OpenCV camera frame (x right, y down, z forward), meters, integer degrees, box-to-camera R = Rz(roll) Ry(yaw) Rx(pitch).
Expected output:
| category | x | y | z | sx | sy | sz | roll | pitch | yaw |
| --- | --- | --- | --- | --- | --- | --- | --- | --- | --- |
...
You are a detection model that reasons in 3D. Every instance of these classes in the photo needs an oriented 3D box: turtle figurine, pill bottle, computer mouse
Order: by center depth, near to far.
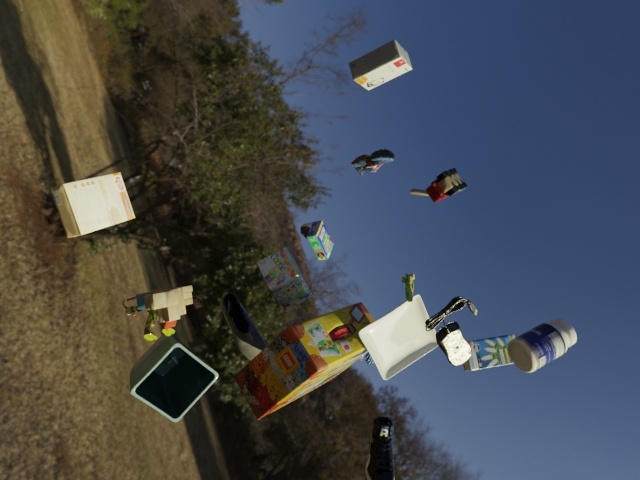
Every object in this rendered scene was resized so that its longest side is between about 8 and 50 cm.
| category | x | y | z | sx | sy | sz | roll | pitch | yaw |
| --- | --- | --- | --- | --- | --- | --- | --- | --- | --- |
| computer mouse | 0.465 | 0.301 | 1.676 | 0.262 | 0.184 | 0.060 | 52 | -2 | -28 |
| turtle figurine | -0.617 | 0.264 | 1.884 | 0.087 | 0.269 | 0.217 | 103 | -28 | -47 |
| pill bottle | 0.956 | 0.445 | 2.107 | 0.153 | 0.264 | 0.153 | 55 | -22 | 36 |

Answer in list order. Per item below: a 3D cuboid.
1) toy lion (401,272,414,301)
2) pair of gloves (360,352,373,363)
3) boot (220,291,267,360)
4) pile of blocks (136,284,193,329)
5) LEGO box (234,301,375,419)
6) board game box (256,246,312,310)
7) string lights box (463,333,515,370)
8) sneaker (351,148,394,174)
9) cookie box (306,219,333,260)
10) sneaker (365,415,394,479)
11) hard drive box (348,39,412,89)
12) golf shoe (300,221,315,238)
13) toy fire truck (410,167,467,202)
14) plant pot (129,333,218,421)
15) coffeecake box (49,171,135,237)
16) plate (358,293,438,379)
| category | x | y | z | sx | sy | sz | roll | pitch | yaw |
| --- | --- | --- | --- | --- | --- | --- | --- | --- | --- |
| toy lion | 0.324 | 0.173 | 1.784 | 0.100 | 0.034 | 0.096 | -19 | 101 | -68 |
| pair of gloves | 0.236 | 0.531 | 2.455 | 0.023 | 0.159 | 0.198 | 1 | -21 | 39 |
| boot | -0.320 | 0.375 | 2.037 | 0.338 | 0.118 | 0.222 | 56 | -14 | -2 |
| pile of blocks | -0.477 | 0.207 | 1.475 | 0.362 | 0.148 | 0.113 | 155 | -73 | -84 |
| LEGO box | -0.029 | 0.459 | 1.941 | 0.372 | 0.500 | 0.193 | -45 | -111 | 28 |
| board game box | -0.148 | 0.169 | 2.091 | 0.144 | 0.142 | 0.275 | 61 | -4 | 28 |
| string lights box | 0.791 | 0.526 | 2.304 | 0.077 | 0.259 | 0.134 | 126 | -43 | -71 |
| sneaker | 0.250 | -0.357 | 2.250 | 0.221 | 0.083 | 0.087 | -6 | -55 | 43 |
| cookie box | 0.000 | 0.000 | 1.683 | 0.107 | 0.040 | 0.092 | 63 | 30 | -29 |
| sneaker | 0.172 | 0.591 | 1.396 | 0.217 | 0.079 | 0.121 | -87 | -178 | -68 |
| hard drive box | 0.273 | -0.791 | 2.224 | 0.181 | 0.232 | 0.089 | -1 | 74 | -61 |
| golf shoe | -0.042 | -0.055 | 2.122 | 0.067 | 0.086 | 0.186 | 45 | -6 | -1 |
| toy fire truck | 0.570 | -0.254 | 2.448 | 0.246 | 0.217 | 0.159 | -39 | -98 | 33 |
| plant pot | -0.613 | 0.522 | 1.987 | 0.248 | 0.247 | 0.252 | 49 | -13 | -30 |
| coffeecake box | -0.635 | -0.103 | 1.380 | 0.068 | 0.185 | 0.143 | -8 | -78 | 31 |
| plate | 0.306 | 0.373 | 1.912 | 0.278 | 0.277 | 0.045 | 62 | -8 | -26 |
